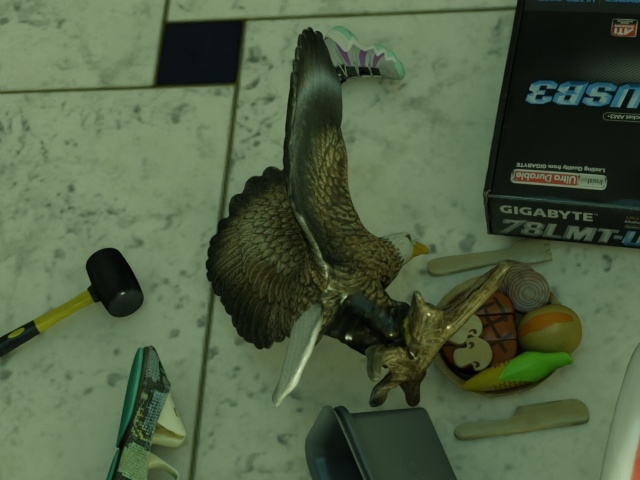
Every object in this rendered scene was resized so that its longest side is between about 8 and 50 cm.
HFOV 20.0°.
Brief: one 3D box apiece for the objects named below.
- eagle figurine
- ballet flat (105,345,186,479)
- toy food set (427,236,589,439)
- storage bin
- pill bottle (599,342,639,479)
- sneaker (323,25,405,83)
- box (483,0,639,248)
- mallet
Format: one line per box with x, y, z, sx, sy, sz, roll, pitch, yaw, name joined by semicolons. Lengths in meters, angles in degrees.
0.005;0.001;1.555;0.226;0.225;0.298;-41;69;5;eagle figurine
-0.148;0.180;1.540;0.070;0.070;0.188;5;59;13;ballet flat
0.157;0.075;1.565;0.132;0.038;0.192;-10;55;2;toy food set
0.056;0.202;1.471;0.091;0.098;0.135;-7;57;-25;storage bin
0.396;0.202;1.337;0.363;0.210;0.210;11;59;15;pill bottle
0.029;-0.162;1.751;0.098;0.038;0.069;28;66;35;sneaker
0.314;-0.125;1.654;0.295;0.073;0.293;6;54;13;box
-0.246;0.080;1.634;0.190;0.039;0.062;-36;54;-10;mallet
